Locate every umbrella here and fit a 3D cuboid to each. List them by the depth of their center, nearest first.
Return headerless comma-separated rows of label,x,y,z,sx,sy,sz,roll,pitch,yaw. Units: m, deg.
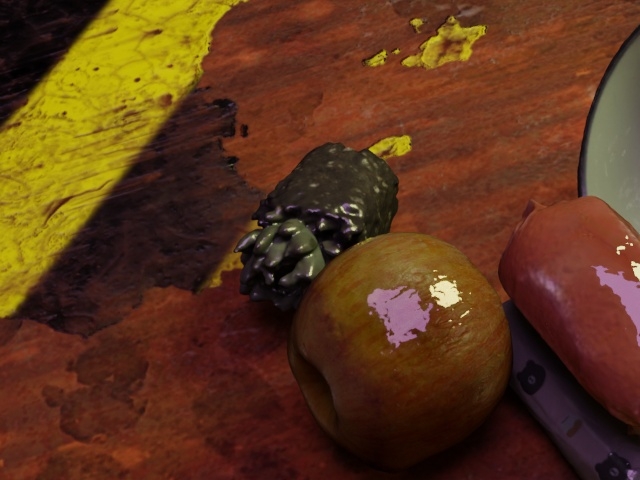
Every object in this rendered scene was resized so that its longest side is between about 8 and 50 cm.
umbrella,0.255,0.181,1.596,0.073,0.067,0.337,-33,52,-4

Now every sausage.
sausage,0.266,0.061,1.581,0.148,0.148,0.254,-33,60,-16

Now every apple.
apple,0.073,0.100,1.603,0.188,0.211,0.211,-28,51,-20

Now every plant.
plant,0.000,0.000,1.757,0.129,0.132,0.194,12,49,25

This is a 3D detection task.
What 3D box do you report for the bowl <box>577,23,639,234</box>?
bowl,0.440,-0.066,1.648,0.185,0.354,0.354,6,31,-46
